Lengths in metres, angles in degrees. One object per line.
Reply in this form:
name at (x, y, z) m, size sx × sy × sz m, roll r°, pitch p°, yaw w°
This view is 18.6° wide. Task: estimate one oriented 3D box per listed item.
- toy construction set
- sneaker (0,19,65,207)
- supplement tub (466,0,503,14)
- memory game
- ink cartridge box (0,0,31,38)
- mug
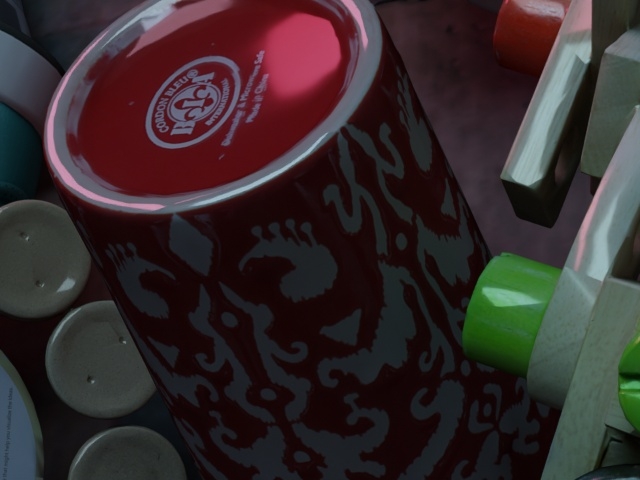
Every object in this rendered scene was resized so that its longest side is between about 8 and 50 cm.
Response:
toy construction set at (0.162, 0.014, 0.452) m, size 0.328 × 0.151 × 0.215 m, roll 20°, pitch 96°, yaw 34°
sneaker at (-0.235, 0.015, 0.660) m, size 0.295 × 0.124 × 0.178 m, roll 1°, pitch 67°, yaw 25°
supplement tub at (0.093, -0.256, 0.716) m, size 0.235 × 0.235 × 0.325 m, roll -18°, pitch 43°, yaw 7°
memory game at (-0.130, 0.067, 0.570) m, size 0.186 × 0.186 × 0.012 m, roll -40°, pitch 4°, yaw -16°
ink cartridge box at (-0.223, -0.042, 0.800) m, size 0.232 × 0.066 × 0.189 m, roll -40°, pitch 41°, yaw 15°
mug at (-0.008, 0.006, 0.552) m, size 0.113 × 0.169 × 0.150 m, roll -26°, pitch 43°, yaw 0°
